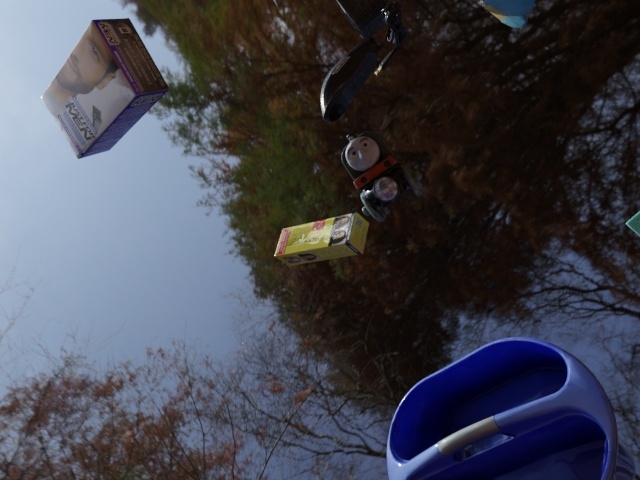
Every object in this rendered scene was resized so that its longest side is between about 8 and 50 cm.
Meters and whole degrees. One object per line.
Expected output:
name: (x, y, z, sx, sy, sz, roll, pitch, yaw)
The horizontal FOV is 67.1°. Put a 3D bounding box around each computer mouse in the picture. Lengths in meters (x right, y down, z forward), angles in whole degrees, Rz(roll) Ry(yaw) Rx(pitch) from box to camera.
computer mouse: (0.083, -0.365, 1.012, 0.060, 0.184, 0.262, 38, -75, 11)

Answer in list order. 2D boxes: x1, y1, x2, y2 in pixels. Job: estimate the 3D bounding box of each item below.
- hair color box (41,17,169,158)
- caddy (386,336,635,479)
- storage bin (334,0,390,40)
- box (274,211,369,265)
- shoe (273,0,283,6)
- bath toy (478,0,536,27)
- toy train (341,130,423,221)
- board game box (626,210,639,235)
hair color box: (-0.531, -0.357, 1.172, 0.110, 0.339, 0.185, -36, -81, -51)
caddy: (0.250, 0.289, 0.683, 0.179, 0.341, 0.241, 29, -147, -35)
storage bin: (0.073, -0.548, 1.064, 0.084, 0.122, 0.180, -35, -92, 14)
box: (0.000, 0.000, 1.139, 0.058, 0.232, 0.087, 38, -125, -38)
shoe: (-0.105, -0.633, 1.112, 0.058, 0.219, 0.076, -25, -108, -2)
bath toy: (0.425, -0.578, 0.872, 0.129, 0.348, 0.151, 21, -165, -33)
toy train: (0.133, -0.156, 1.092, 0.142, 0.334, 0.190, -35, -90, 15)
board game box: (0.482, -0.061, 0.621, 0.047, 0.160, 0.210, 51, -154, 22)
